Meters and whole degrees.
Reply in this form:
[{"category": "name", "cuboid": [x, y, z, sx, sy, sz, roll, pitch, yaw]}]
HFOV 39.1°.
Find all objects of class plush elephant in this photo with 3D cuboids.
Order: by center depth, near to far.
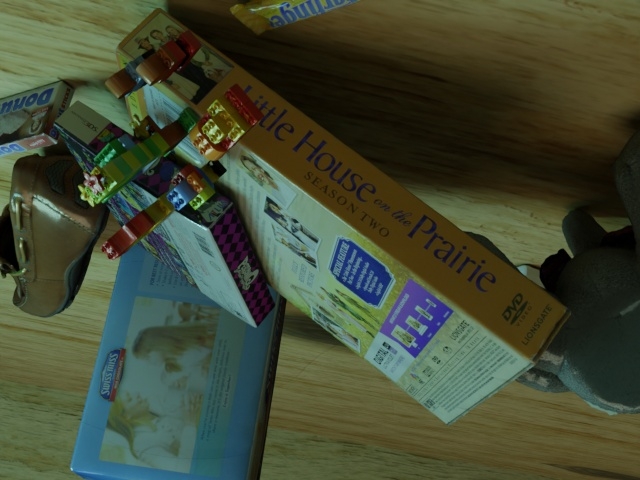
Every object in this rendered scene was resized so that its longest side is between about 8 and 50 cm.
[{"category": "plush elephant", "cuboid": [0.313, 0.057, 0.917, 0.272, 0.330, 0.255, -38, 178, 17]}]

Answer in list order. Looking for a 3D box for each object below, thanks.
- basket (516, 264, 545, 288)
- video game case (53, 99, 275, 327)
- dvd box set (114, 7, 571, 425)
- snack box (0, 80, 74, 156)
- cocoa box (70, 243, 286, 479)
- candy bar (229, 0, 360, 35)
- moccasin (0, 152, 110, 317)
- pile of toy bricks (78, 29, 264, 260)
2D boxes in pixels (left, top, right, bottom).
[{"category": "basket", "cuboid": [0.259, 0.112, 1.242, 0.113, 0.103, 0.167, 20, 155, -29]}, {"category": "video game case", "cuboid": [-0.154, -0.020, 0.934, 0.210, 0.042, 0.232, 32, 161, 23]}, {"category": "dvd box set", "cuboid": [0.000, 0.000, 0.846, 0.420, 0.062, 0.307, 37, 161, 10]}, {"category": "snack box", "cuboid": [-0.330, -0.119, 0.943, 0.178, 0.064, 0.022, -7, 150, 35]}, {"category": "cocoa box", "cuboid": [-0.181, 0.184, 1.267, 0.231, 0.347, 0.228, 8, 158, 1]}, {"category": "candy bar", "cuboid": [0.002, -0.189, 0.696, 0.161, 0.018, 0.040, -6, 154, 36]}, {"category": "moccasin", "cuboid": [-0.368, 0.001, 1.165, 0.147, 0.139, 0.380, 16, 157, -16]}, {"category": "pile of toy bricks", "cuboid": [-0.145, -0.062, 0.705, 0.118, 0.105, 0.212, 49, 139, -4]}]
